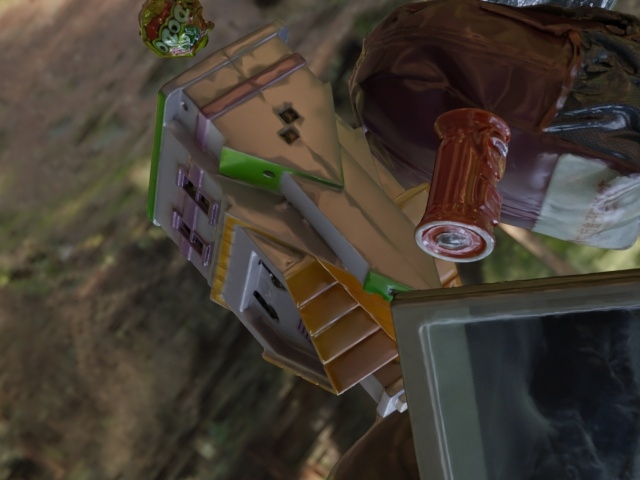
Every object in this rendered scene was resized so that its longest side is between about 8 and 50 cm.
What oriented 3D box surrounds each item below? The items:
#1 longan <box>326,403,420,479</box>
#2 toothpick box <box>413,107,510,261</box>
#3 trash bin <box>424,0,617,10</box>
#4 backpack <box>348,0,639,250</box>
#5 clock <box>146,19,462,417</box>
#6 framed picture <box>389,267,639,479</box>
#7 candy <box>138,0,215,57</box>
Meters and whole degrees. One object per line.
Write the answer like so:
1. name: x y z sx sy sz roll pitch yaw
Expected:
1. longan: 0.136 0.319 2.048 0.297 0.297 0.297 -48 -167 15
2. toothpick box: 0.083 -0.034 0.996 0.047 0.047 0.083 -34 -143 52
3. trash bin: 0.241 -0.330 1.839 0.290 0.210 0.182 117 -16 -48
4. backpack: 0.182 -0.121 1.627 0.283 0.317 0.197 92 17 -67
5. clock: 0.000 0.000 1.526 0.166 0.309 0.235 -32 160 -24
6. framed picture: 0.242 0.227 1.286 0.326 0.446 0.028 -6 -159 12
7. candy: -0.130 -0.206 1.430 0.060 0.060 0.201 -48 -152 15
